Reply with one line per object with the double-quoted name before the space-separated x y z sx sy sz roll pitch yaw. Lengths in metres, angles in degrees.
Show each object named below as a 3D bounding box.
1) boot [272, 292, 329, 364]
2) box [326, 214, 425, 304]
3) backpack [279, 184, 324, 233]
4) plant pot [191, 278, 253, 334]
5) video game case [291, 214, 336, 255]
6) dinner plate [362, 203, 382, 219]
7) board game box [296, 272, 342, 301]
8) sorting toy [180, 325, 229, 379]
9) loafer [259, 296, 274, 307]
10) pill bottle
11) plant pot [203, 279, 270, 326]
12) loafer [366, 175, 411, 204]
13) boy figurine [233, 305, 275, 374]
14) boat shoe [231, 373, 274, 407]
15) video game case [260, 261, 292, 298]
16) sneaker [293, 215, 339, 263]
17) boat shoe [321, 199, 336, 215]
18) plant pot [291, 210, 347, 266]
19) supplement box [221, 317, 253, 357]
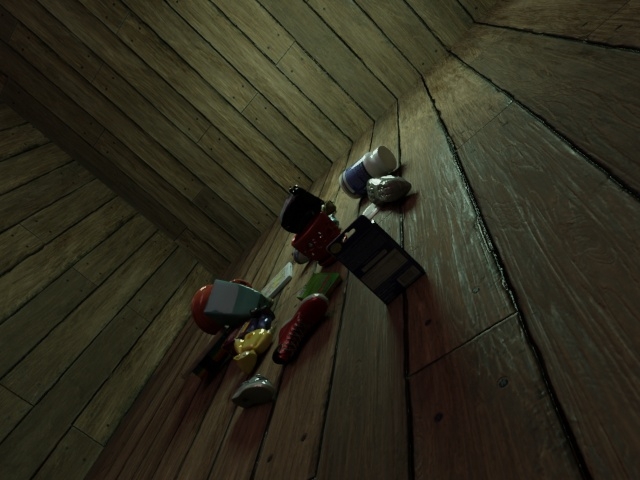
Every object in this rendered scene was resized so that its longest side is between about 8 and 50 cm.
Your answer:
"boot" -0.064 0.288 1.388 0.244 0.088 0.176 -50 11 30
"box" 0.138 0.046 1.117 0.136 0.225 0.036 -44 13 17
"backpack" -0.087 -0.113 1.769 0.182 0.151 0.115 -61 6 4
"plant pot" -0.480 0.329 2.265 0.265 0.272 0.272 -25 25 42
"video game case" -0.036 -0.019 2.271 0.232 0.042 0.210 -54 14 -26
"dinner plate" 0.211 -0.125 1.846 0.141 0.017 0.141 -46 12 12
"board game box" -0.005 0.176 1.626 0.124 0.039 0.259 -52 11 -16
"sorting toy" -0.498 0.521 2.028 0.257 0.089 0.255 -50 3 -3
"loafer" -0.274 0.322 2.031 0.056 0.050 0.148 -28 23 56
"pill bottle" 0.223 -0.320 2.068 0.264 0.153 0.153 -36 18 43
"plant pot" -0.360 0.289 1.964 0.234 0.166 0.166 3 62 22
"loafer" 0.263 -0.200 1.740 0.111 0.112 0.319 -12 11 -9
"boy figurine" -0.264 0.385 1.682 0.177 0.092 0.285 -16 30 23
"boat shoe" -0.204 0.454 1.358 0.227 0.079 0.081 -39 20 46
"video game case" -0.226 0.224 2.217 0.227 0.026 0.206 -46 13 8
"sneaker" -0.020 -0.007 2.048 0.283 0.110 0.122 -51 17 -13
"boat shoe" 0.038 -0.181 2.376 0.095 0.095 0.257 -7 13 3
"plant pot" 0.000 0.000 1.808 0.191 0.174 0.191 -44 14 14
"supplement box" -0.328 0.416 1.865 0.188 0.081 0.104 -35 18 44
